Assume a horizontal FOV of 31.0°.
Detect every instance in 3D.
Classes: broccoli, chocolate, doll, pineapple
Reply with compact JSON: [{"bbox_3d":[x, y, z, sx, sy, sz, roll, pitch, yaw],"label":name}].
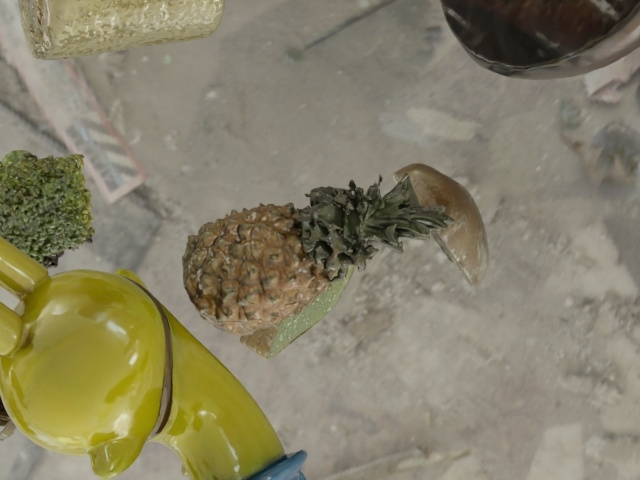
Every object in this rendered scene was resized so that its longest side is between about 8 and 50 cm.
[{"bbox_3d":[-0.508,-0.098,2.025,0.242,0.273,0.180,3,143,-21],"label":"broccoli"},{"bbox_3d":[0.206,-0.036,1.800,0.080,0.254,0.157,-37,58,2],"label":"chocolate"},{"bbox_3d":[-0.140,0.114,0.921,0.145,0.199,0.363,-33,121,33],"label":"doll"},{"bbox_3d":[0.000,0.000,1.437,0.340,0.169,0.169,-22,98,21],"label":"pineapple"}]

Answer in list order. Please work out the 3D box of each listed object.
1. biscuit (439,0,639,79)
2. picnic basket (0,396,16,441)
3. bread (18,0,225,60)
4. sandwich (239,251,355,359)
[{"bbox_3d":[0.307,-0.386,1.391,0.407,0.091,0.407,-16,69,47],"label":"biscuit"},{"bbox_3d":[-0.455,0.220,1.699,0.137,0.178,0.128,22,100,-30],"label":"picnic basket"},{"bbox_3d":[-0.154,-0.215,0.856,0.134,0.141,0.148,151,106,-70],"label":"bread"},{"bbox_3d":[-0.033,0.090,1.922,0.065,0.214,0.186,39,133,17],"label":"sandwich"}]
